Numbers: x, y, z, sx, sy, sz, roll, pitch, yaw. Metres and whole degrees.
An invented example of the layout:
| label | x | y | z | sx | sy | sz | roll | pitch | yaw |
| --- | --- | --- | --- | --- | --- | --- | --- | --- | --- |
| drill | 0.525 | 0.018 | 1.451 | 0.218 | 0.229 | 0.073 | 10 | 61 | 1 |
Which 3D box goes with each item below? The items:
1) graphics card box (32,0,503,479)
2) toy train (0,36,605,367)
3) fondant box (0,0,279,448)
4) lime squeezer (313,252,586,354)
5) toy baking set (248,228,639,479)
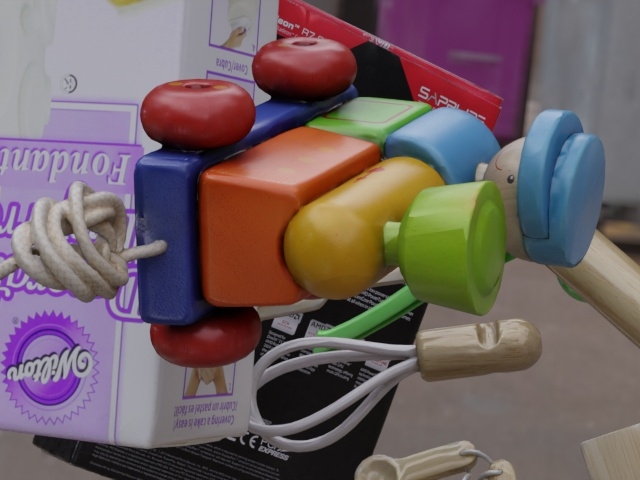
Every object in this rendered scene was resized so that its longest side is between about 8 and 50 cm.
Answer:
| label | x | y | z | sx | sy | sz | roll | pitch | yaw |
| --- | --- | --- | --- | --- | --- | --- | --- | --- | --- |
| graphics card box | -0.035 | 0.022 | 1.447 | 0.233 | 0.371 | 0.094 | 23 | -7 | -28 |
| toy train | 0.000 | 0.000 | 0.700 | 0.143 | 0.105 | 0.248 | 7 | 18 | 25 |
| fondant box | -0.147 | -0.080 | 0.910 | 0.238 | 0.330 | 0.096 | 4 | 1 | 24 |
| lime squeezer | 0.141 | 0.034 | 1.238 | 0.310 | 0.110 | 0.059 | 6 | -20 | 25 |
| toy baking set | 0.071 | 0.063 | 0.925 | 0.256 | 0.197 | 0.030 | 48 | -11 | 26 |
